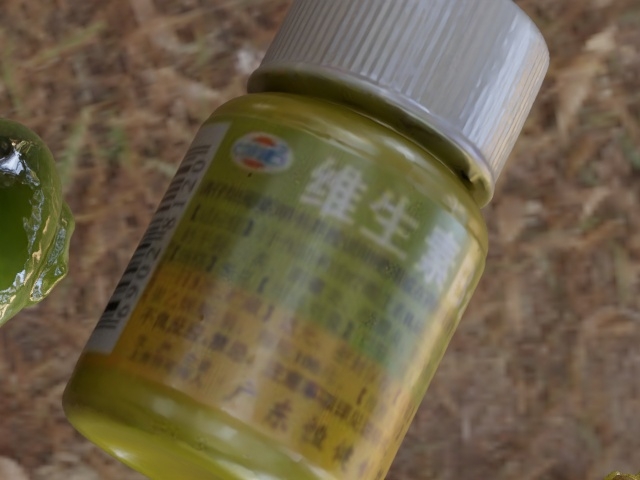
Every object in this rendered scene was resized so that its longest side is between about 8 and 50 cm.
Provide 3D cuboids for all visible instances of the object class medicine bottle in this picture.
[{"bbox_3d":[0.000,0.000,1.388,0.224,0.224,0.384,35,72,-28],"label":"medicine bottle"}]

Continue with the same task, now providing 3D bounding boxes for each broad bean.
[{"bbox_3d":[-0.306,-0.028,1.456,0.291,0.119,0.238,-9,68,-51],"label":"broad bean"}]

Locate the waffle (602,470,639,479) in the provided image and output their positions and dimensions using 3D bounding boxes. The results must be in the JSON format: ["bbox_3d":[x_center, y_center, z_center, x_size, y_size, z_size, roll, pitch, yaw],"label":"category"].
[{"bbox_3d":[0.263,0.180,1.190,0.329,0.329,0.062,-24,105,-34],"label":"waffle"}]
